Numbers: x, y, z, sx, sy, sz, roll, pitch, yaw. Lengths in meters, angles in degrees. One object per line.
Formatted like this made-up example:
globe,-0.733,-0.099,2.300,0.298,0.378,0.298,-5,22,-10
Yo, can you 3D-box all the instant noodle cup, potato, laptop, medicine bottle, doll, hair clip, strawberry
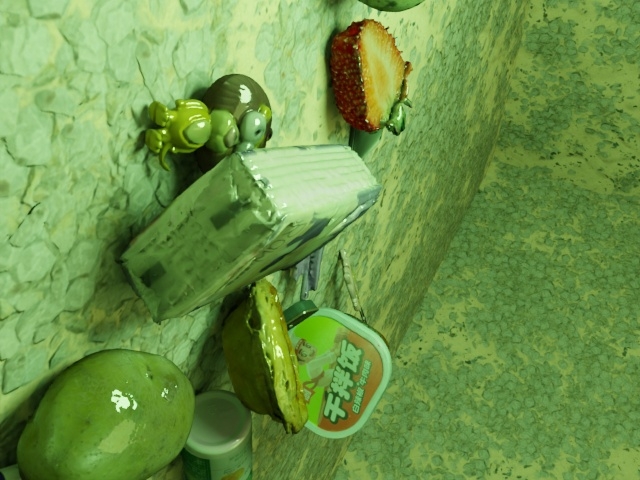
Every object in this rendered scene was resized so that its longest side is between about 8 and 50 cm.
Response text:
instant noodle cup,0.046,0.306,1.427,0.308,0.293,0.294,14,98,-77
potato,-0.249,0.225,0.714,0.174,0.159,0.251,-51,154,14
laptop,0.119,-0.308,1.298,0.187,0.015,0.269,-46,151,-46
medicine bottle,-0.194,0.415,1.085,0.133,0.133,0.274,-48,153,-44
doll,-0.132,-0.131,0.731,0.188,0.096,0.145,-37,140,-37
hair clip,-0.012,-0.008,1.193,0.137,0.090,0.279,-59,171,-60
strawberry,0.086,-0.308,1.098,0.188,0.106,0.286,-66,148,-18

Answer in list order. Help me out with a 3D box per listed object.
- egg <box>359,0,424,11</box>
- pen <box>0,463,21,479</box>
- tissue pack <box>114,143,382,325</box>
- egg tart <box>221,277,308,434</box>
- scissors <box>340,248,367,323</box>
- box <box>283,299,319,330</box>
egg,0.106,-0.464,0.869,0.177,0.177,0.228,-57,142,-28
pen,-0.340,0.281,0.710,0.033,0.033,0.269,-68,160,0
tissue pack,-0.081,-0.024,0.794,0.242,0.125,0.343,-36,173,26
egg tart,-0.104,0.207,1.019,0.295,0.116,0.295,167,-90,-86
scissors,0.101,0.157,1.579,0.318,0.024,0.160,69,9,-47
box,-0.069,0.169,1.208,0.126,0.031,0.091,-36,166,17
